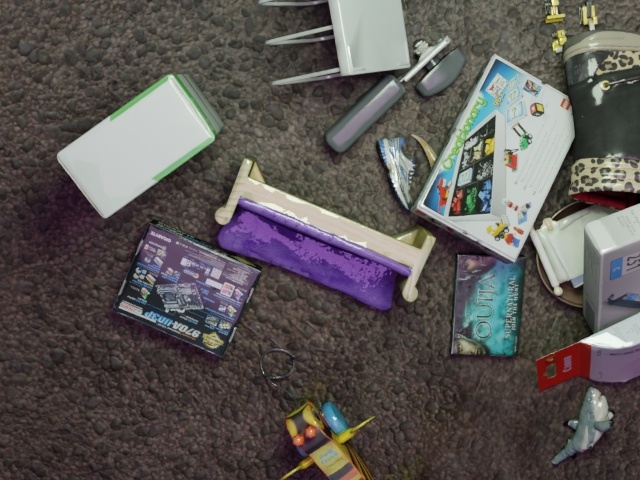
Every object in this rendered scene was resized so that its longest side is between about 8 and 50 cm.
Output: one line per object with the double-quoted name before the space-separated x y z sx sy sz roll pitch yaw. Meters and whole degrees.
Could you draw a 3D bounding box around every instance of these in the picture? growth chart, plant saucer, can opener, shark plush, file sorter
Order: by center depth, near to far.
"file sorter" 0.006 -0.398 1.401 0.173 0.193 0.278 -3 101 34
"can opener" 0.128 -0.247 1.502 0.280 0.074 0.093 -39 98 5
"growth chart" 0.497 0.007 1.540 0.237 0.021 0.172 -20 99 2
"plant saucer" 0.483 0.021 1.571 0.198 0.036 0.199 0 100 -2
"shark plush" 0.486 0.352 1.632 0.067 0.073 0.161 36 119 13

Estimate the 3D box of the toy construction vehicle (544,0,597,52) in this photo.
"toy construction vehicle" 0.433 -0.376 1.507 0.085 0.035 0.098 -5 99 0

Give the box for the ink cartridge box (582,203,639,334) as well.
"ink cartridge box" 0.562 0.027 1.430 0.261 0.296 0.066 -22 54 2

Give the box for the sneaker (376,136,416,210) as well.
"sneaker" 0.146 -0.120 1.536 0.058 0.052 0.135 -20 99 -2

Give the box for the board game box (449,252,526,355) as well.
"board game box" 0.303 0.117 1.588 0.126 0.026 0.186 2 99 -2

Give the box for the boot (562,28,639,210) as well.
"boot" 0.582 -0.189 1.442 0.377 0.138 0.284 7 78 -3

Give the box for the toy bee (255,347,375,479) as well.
"toy bee" -0.015 0.355 1.553 0.298 0.162 0.195 33 99 -6

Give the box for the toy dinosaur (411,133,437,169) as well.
"toy dinosaur" 0.223 -0.109 1.537 0.092 0.053 0.183 -17 99 3

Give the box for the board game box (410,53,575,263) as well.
"board game box" 0.306 -0.139 1.490 0.193 0.053 0.305 29 80 -5

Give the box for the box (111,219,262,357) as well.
"box" -0.236 0.085 1.560 0.220 0.051 0.175 23 98 -5

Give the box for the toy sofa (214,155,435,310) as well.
"toy sofa" 0.000 0.000 1.501 0.362 0.150 0.177 23 97 -5

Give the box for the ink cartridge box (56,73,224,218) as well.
"ink cartridge box" -0.273 -0.162 1.401 0.211 0.289 0.121 -35 101 5

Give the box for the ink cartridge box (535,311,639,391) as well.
"ink cartridge box" 0.500 0.212 1.534 0.232 0.189 0.066 -29 59 1
